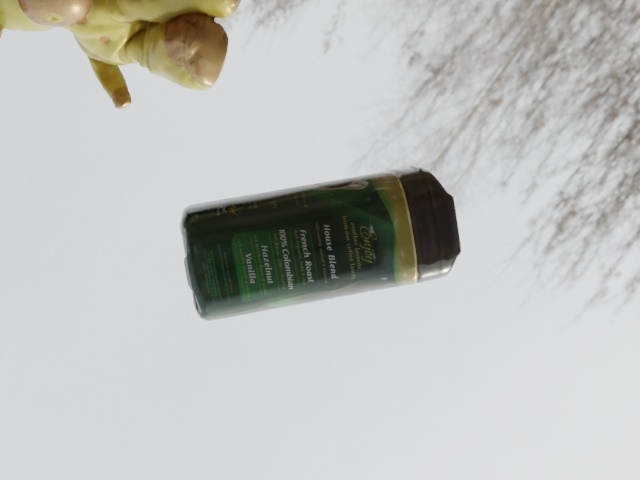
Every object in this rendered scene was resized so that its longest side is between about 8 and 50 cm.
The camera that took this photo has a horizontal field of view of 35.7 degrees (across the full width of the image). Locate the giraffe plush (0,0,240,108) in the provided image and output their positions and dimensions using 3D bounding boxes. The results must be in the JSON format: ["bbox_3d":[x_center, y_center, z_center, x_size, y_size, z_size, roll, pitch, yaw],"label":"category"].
[{"bbox_3d":[-0.185,-0.206,0.777,0.170,0.210,0.182,8,-106,-46],"label":"giraffe plush"}]

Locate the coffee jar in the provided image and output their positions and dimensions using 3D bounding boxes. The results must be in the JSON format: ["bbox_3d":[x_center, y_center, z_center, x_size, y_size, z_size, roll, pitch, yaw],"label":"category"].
[{"bbox_3d":[0.000,0.000,0.683,0.184,0.079,0.096,-10,-171,-3],"label":"coffee jar"}]
